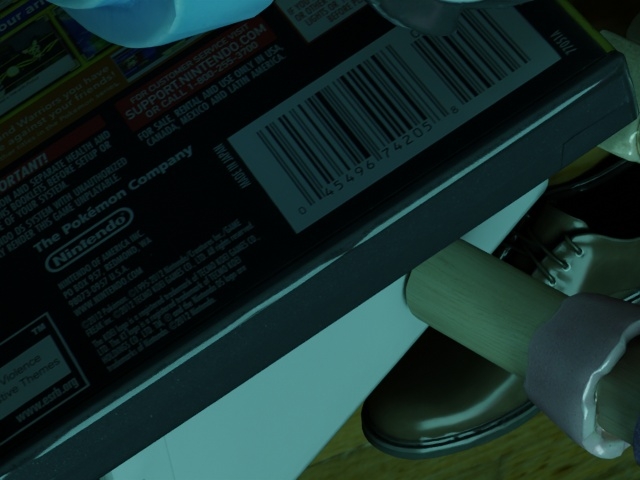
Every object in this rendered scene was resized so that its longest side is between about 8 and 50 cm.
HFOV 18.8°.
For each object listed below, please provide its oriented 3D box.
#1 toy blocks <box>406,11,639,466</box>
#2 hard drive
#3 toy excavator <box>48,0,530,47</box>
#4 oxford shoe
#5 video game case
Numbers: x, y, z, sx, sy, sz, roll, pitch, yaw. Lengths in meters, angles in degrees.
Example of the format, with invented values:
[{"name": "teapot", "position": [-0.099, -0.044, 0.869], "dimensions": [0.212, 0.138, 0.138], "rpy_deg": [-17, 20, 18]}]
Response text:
[{"name": "toy blocks", "position": [0.249, -0.033, 0.845], "dimensions": [0.288, 0.260, 0.309], "rpy_deg": [10, 105, -47]}, {"name": "hard drive", "position": [0.000, 0.000, 0.823], "dimensions": [0.307, 0.040, 0.203], "rpy_deg": [-46, 148, -30]}, {"name": "toy excavator", "position": [-0.137, -0.212, 0.440], "dimensions": [0.445, 0.222, 0.433], "rpy_deg": [-22, 138, -26]}, {"name": "oxford shoe", "position": [0.106, 0.024, 1.004], "dimensions": [0.227, 0.083, 0.096], "rpy_deg": [-39, 139, -16]}, {"name": "video game case", "position": [-0.075, -0.050, 0.654], "dimensions": [0.275, 0.248, 0.035], "rpy_deg": [-34, 143, -4]}]
